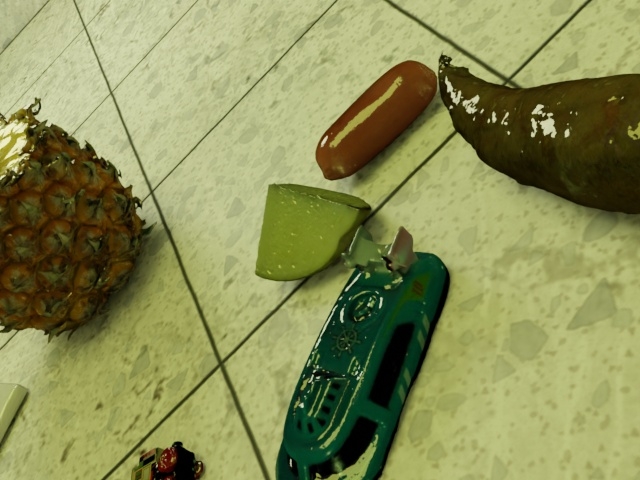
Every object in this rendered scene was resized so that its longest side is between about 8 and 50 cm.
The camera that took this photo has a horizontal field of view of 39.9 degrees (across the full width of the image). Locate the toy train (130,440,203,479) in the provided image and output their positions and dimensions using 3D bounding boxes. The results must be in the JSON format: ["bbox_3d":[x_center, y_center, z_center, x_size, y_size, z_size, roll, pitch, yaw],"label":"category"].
[{"bbox_3d":[-0.179,0.300,1.007,0.087,0.050,0.138,-36,38,27],"label":"toy train"}]

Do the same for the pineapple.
[{"bbox_3d":[-0.447,-0.017,1.373,0.352,0.300,0.352,-30,39,28],"label":"pineapple"}]

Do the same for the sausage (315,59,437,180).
[{"bbox_3d":[0.070,-0.154,1.133,0.194,0.077,0.077,-42,35,8],"label":"sausage"}]

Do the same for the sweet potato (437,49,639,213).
[{"bbox_3d":[0.237,-0.109,0.867,0.130,0.130,0.423,-52,30,-3],"label":"sweet potato"}]

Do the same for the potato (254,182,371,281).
[{"bbox_3d":[0.000,0.000,1.091,0.149,0.081,0.120,17,101,36],"label":"potato"}]

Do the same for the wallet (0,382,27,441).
[{"bbox_3d":[-0.534,0.312,1.399,0.095,0.033,0.190,-8,52,46],"label":"wallet"}]

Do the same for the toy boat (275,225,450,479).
[{"bbox_3d":[0.024,0.128,0.909,0.134,0.092,0.298,0,58,44],"label":"toy boat"}]
